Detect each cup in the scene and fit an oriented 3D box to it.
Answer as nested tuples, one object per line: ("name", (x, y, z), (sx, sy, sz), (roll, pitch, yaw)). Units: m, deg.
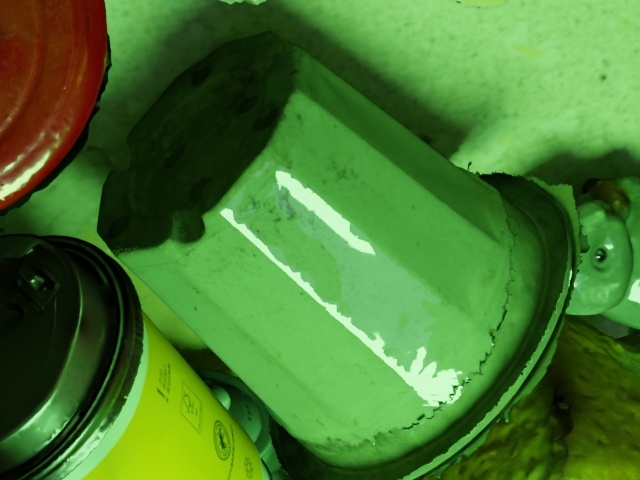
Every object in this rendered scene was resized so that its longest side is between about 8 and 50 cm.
("cup", (-0.154, 0.130, 1.321), (0.196, 0.196, 0.280), (-32, 137, 9))

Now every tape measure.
("tape measure", (-0.242, -0.131, 1.132), (0.260, 0.114, 0.253), (29, 89, -11))

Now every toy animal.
("toy animal", (0.212, 0.018, 1.513), (0.251, 0.127, 0.125), (-10, 113, -38))

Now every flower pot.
("flower pot", (0.000, 0.000, 1.374), (0.290, 0.290, 0.259), (-40, 119, 16))

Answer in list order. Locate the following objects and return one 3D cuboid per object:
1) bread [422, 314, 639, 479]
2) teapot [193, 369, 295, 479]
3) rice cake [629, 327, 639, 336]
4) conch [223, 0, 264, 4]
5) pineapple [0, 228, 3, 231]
("bread", (0.155, 0.210, 1.564), (0.337, 0.358, 0.204), (-41, 118, 18))
("teapot", (-0.082, 0.170, 1.527), (0.162, 0.239, 0.149), (-37, 152, -42))
("rice cake", (0.376, 0.069, 1.721), (0.211, 0.038, 0.124), (6, 128, -27))
("conch", (0.015, -0.233, 1.209), (0.210, 0.159, 0.291), (-3, 180, 30))
("pineapple", (-0.269, 0.143, 1.470), (0.161, 0.158, 0.334), (-23, 115, -58))
